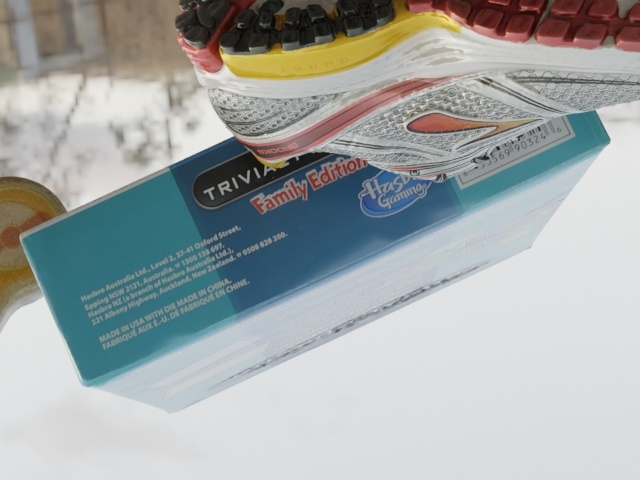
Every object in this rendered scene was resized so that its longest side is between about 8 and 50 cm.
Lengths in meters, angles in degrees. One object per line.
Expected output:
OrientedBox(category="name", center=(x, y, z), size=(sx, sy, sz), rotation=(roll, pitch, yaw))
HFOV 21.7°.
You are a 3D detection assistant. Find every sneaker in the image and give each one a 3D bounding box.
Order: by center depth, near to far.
OrientedBox(category="sneaker", center=(0.062, -0.075, 0.661), size=(0.225, 0.093, 0.088), rotation=(-1, -131, 15))

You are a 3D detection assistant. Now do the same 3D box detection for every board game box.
OrientedBox(category="board game box", center=(0.000, 0.000, 0.889), size=(0.253, 0.079, 0.336), rotation=(-25, 173, -3))

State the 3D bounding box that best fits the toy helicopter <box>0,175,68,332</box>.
OrientedBox(category="toy helicopter", center=(-0.281, 0.105, 1.042), size=(0.235, 0.355, 0.140), rotation=(29, 162, 1))
